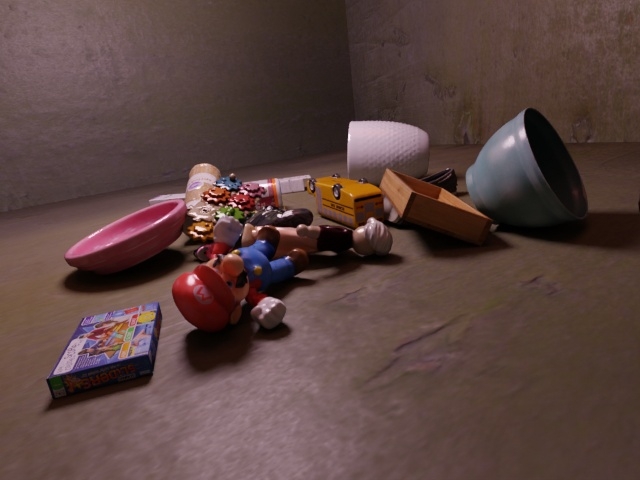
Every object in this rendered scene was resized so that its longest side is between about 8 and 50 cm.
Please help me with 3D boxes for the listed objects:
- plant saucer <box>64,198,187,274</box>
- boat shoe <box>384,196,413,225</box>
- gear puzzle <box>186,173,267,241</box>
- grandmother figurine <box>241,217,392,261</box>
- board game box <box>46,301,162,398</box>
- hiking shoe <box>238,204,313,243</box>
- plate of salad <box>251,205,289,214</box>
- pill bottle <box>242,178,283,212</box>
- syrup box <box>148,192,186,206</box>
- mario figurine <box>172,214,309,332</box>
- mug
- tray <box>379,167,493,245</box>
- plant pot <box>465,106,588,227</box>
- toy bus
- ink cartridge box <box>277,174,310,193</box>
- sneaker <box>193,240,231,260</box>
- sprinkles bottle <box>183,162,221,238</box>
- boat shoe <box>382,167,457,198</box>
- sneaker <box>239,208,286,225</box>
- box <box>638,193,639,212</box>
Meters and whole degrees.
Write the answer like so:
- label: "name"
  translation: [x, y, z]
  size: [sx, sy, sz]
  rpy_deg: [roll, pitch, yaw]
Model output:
- label: "plant saucer"
  translation: [-0.512, -0.006, 1.134]
  size: [0.331, 0.084, 0.332]
  rpy_deg: [-19, 21, 8]
- label: "boat shoe"
  translation: [0.228, -0.083, 1.254]
  size: [0.064, 0.075, 0.206]
  rpy_deg: [23, 11, -12]
- label: "gear puzzle"
  translation: [-0.293, -0.104, 1.217]
  size: [0.175, 0.044, 0.339]
  rpy_deg: [16, 38, 8]
- label: "grandmother figurine"
  translation: [0.000, 0.000, 0.993]
  size: [0.342, 0.104, 0.208]
  rpy_deg: [-1, 4, 13]
- label: "board game box"
  translation: [-0.339, 0.168, 0.679]
  size: [0.136, 0.035, 0.201]
  rpy_deg: [-11, 17, -13]
- label: "hiking shoe"
  translation: [-0.124, -0.061, 1.122]
  size: [0.226, 0.086, 0.114]
  rpy_deg: [-15, 50, 21]
- label: "plate of salad"
  translation: [-0.199, -0.091, 1.443]
  size: [0.199, 0.048, 0.200]
  rpy_deg: [-7, 16, 2]
- label: "pill bottle"
  translation: [-0.258, -0.162, 1.570]
  size: [0.221, 0.121, 0.121]
  rpy_deg: [-9, 17, -4]
- label: "syrup box"
  translation: [-0.540, -0.133, 1.634]
  size: [0.236, 0.093, 0.096]
  rpy_deg: [-4, 18, 10]
- label: "mario figurine"
  translation: [-0.131, 0.049, 0.764]
  size: [0.197, 0.170, 0.320]
  rpy_deg: [3, 18, 24]
- label: "mug"
  translation: [0.298, -0.359, 1.817]
  size: [0.327, 0.277, 0.374]
  rpy_deg: [2, -12, 9]
- label: "tray"
  translation: [0.290, -0.106, 1.137]
  size: [0.202, 0.076, 0.411]
  rpy_deg: [18, 16, -5]
- label: "plant pot"
  translation: [0.499, -0.153, 1.046]
  size: [0.293, 0.293, 0.196]
  rpy_deg: [-25, -2, -45]
- label: "toy bus"
  translation: [0.070, -0.134, 1.335]
  size: [0.108, 0.130, 0.332]
  rpy_deg: [-15, 19, -23]
- label: "ink cartridge box"
  translation: [-0.134, -0.263, 1.953]
  size: [0.180, 0.060, 0.104]
  rpy_deg: [-8, 16, -4]
- label: "sneaker"
  translation: [-0.294, 0.021, 1.134]
  size: [0.057, 0.047, 0.119]
  rpy_deg: [-6, 11, 46]
- label: "sprinkles bottle"
  translation: [-0.401, -0.142, 1.410]
  size: [0.121, 0.121, 0.355]
  rpy_deg: [-9, 34, -6]
- label: "boat shoe"
  translation: [0.334, -0.185, 1.456]
  size: [0.334, 0.096, 0.112]
  rpy_deg: [-13, 18, -20]
- label: "sneaker"
  translation: [-0.171, -0.039, 1.265]
  size: [0.223, 0.083, 0.098]
  rpy_deg: [-4, -17, 32]
- label: "box"
  translation: [1.009, -0.154, 1.026]
  size: [0.381, 0.143, 0.191]
  rpy_deg: [-13, 18, -24]
